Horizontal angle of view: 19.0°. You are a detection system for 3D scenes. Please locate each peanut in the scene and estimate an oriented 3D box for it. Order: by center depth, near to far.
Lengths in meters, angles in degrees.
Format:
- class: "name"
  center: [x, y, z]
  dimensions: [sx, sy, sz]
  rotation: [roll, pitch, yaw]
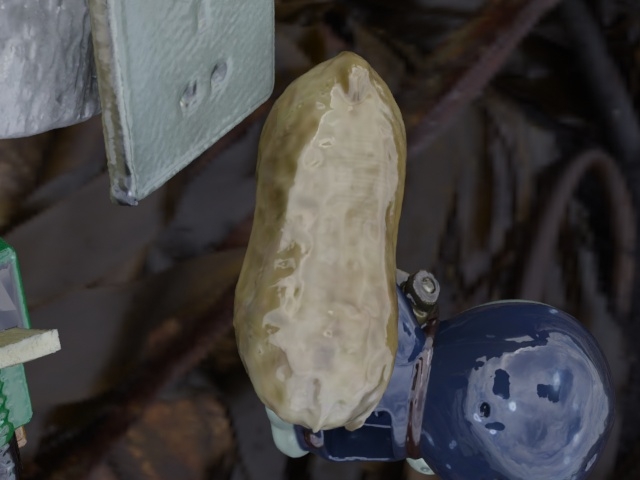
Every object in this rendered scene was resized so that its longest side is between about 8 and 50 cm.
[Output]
- class: "peanut"
  center: [0.000, 0.000, 1.035]
  dimensions: [0.099, 0.099, 0.214]
  rotation: [12, 75, -33]

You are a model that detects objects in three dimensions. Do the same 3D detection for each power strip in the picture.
- class: "power strip"
  center: [-0.109, -0.156, 1.354]
  dimensions: [0.198, 0.064, 0.213]
  rotation: [-40, 140, -43]

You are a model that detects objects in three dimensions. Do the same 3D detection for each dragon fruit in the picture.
- class: "dragon fruit"
  center: [-0.294, -0.195, 1.374]
  dimensions: [0.204, 0.283, 0.221]
  rotation: [-28, 128, -68]

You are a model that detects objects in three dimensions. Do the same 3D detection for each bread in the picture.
- class: "bread"
  center: [-0.293, 0.100, 1.588]
  dimensions: [0.154, 0.068, 0.028]
  rotation: [-18, 102, -45]

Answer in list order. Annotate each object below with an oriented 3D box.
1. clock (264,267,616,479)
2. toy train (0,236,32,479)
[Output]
- class: "clock"
  center: [0.090, 0.110, 1.368]
  dimensions: [0.199, 0.243, 0.146]
  rotation: [85, 18, -49]
- class: "toy train"
  center: [-0.379, 0.101, 1.879]
  dimensions: [0.178, 0.249, 0.429]
  rotation: [-24, 125, -28]
